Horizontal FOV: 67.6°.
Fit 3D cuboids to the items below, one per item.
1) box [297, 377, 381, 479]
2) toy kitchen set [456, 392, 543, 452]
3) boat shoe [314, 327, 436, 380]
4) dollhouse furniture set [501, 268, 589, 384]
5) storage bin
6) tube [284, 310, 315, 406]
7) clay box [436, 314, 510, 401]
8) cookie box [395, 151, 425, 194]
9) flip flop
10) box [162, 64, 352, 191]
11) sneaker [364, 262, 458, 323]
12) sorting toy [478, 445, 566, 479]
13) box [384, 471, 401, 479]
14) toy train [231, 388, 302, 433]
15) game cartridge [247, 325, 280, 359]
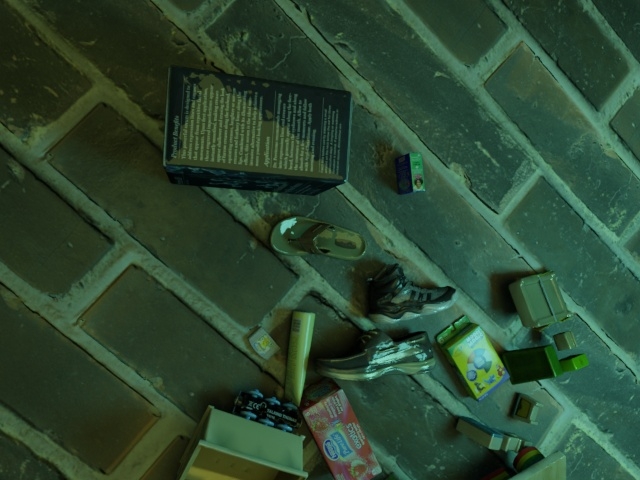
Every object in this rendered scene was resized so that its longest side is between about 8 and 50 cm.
[{"bbox_3d":[0.042,0.512,1.272,0.123,0.128,0.256,-27,97,-13],"label":"box"},{"bbox_3d":[0.535,0.522,1.422,0.207,0.122,0.166,24,84,-33],"label":"toy kitchen set"},{"bbox_3d":[0.147,0.306,1.312,0.356,0.132,0.130,1,80,-23],"label":"boat shoe"},{"bbox_3d":[0.649,0.259,1.459,0.198,0.151,0.301,-5,73,-34],"label":"dollhouse furniture set"},{"bbox_3d":[-0.205,0.566,1.166,0.262,0.123,0.260,23,114,-13],"label":"storage bin"},{"bbox_3d":[-0.059,0.309,1.275,0.062,0.070,0.240,6,83,15],"label":"tube"},{"bbox_3d":[0.449,0.346,1.413,0.127,0.053,0.222,-34,99,-12],"label":"clay box"},{"bbox_3d":[0.251,-0.187,1.344,0.040,0.092,0.107,-7,92,-17],"label":"cookie box"},{"bbox_3d":[0.000,0.000,1.286,0.277,0.080,0.112,11,87,-14],"label":"flip flop"},{"bbox_3d":[-0.157,-0.237,1.137,0.396,0.293,0.211,4,89,-14],"label":"box"},{"bbox_3d":[0.254,0.133,1.337,0.269,0.101,0.153,-13,96,-11],"label":"sneaker"},{"bbox_3d":[0.577,0.728,1.389,0.256,0.089,0.257,-23,120,-11],"label":"sorting toy"},{"bbox_3d":[0.269,0.787,1.261,0.127,0.262,0.231,-41,98,-11],"label":"box"},{"bbox_3d":[-0.140,0.447,1.237,0.184,0.105,0.080,23,56,-9],"label":"toy train"},{"bbox_3d":[-0.153,0.278,1.281,0.056,0.017,0.083,-41,99,-7],"label":"game cartridge"}]
